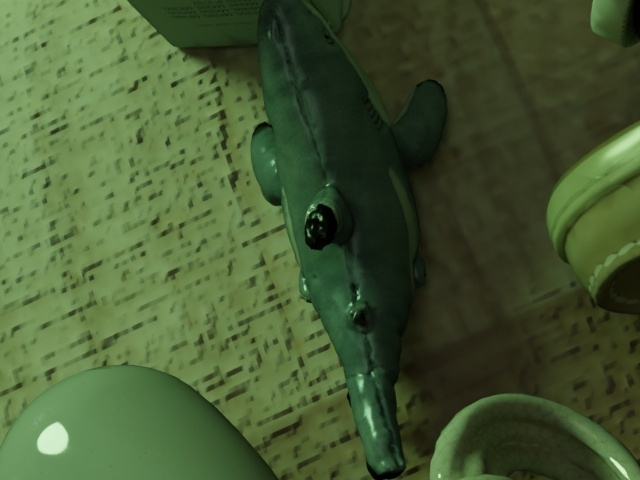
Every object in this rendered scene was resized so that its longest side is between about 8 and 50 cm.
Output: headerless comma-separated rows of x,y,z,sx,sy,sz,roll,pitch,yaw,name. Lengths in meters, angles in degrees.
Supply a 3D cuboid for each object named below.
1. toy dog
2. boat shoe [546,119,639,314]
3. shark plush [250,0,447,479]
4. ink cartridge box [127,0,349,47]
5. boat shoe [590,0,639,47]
0.020,0.189,0.402,0.161,0.220,0.333,-67,28,28,toy dog
0.219,-0.003,0.473,0.302,0.109,0.098,-7,70,8,boat shoe
0.000,0.000,0.553,0.073,0.067,0.161,-2,72,15,shark plush
-0.048,-0.156,0.559,0.072,0.175,0.127,-3,72,18,ink cartridge box
0.207,-0.136,0.473,0.319,0.116,0.099,-37,66,-26,boat shoe
